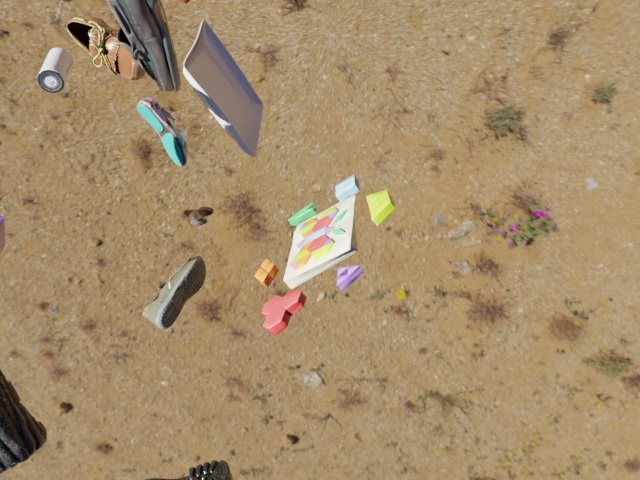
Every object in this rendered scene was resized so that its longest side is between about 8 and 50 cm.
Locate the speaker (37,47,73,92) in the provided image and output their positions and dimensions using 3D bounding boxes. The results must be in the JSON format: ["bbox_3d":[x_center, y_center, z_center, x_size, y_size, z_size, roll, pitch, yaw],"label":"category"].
[{"bbox_3d":[-0.603,-0.390,1.187,0.055,0.136,0.055,-8,132,-9],"label":"speaker"}]

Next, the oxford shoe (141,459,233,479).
[{"bbox_3d":[-0.235,0.422,0.807,0.227,0.083,0.096,-15,112,8],"label":"oxford shoe"}]

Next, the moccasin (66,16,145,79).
[{"bbox_3d":[-0.703,-0.636,1.706,0.380,0.147,0.139,44,128,23],"label":"moccasin"}]

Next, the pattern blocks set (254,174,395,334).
[{"bbox_3d":[0.000,0.000,0.901,0.285,0.325,0.026,-35,115,10],"label":"pattern blocks set"}]

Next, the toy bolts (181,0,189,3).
[{"bbox_3d":[-0.385,-0.726,1.266,0.218,0.158,0.228,22,93,26],"label":"toy bolts"}]

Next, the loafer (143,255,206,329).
[{"bbox_3d":[-0.407,0.132,1.451,0.087,0.251,0.094,10,133,20],"label":"loafer"}]

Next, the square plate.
[{"bbox_3d":[-0.300,-0.471,1.632,0.049,0.344,0.347,-22,129,20],"label":"square plate"}]

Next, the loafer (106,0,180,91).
[{"bbox_3d":[-0.265,-0.320,0.747,0.084,0.096,0.267,-13,153,-9],"label":"loafer"}]

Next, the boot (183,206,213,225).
[{"bbox_3d":[-0.389,-0.078,1.722,0.106,0.114,0.037,-10,112,-28],"label":"boot"}]

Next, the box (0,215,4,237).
[{"bbox_3d":[-0.940,-0.039,1.359,0.201,0.057,0.293,26,154,-23],"label":"box"}]

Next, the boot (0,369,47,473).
[{"bbox_3d":[-0.618,0.252,0.848,0.348,0.131,0.260,-9,109,36],"label":"boot"}]

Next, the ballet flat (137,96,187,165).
[{"bbox_3d":[-0.451,-0.330,1.547,0.077,0.079,0.221,-16,116,43],"label":"ballet flat"}]
